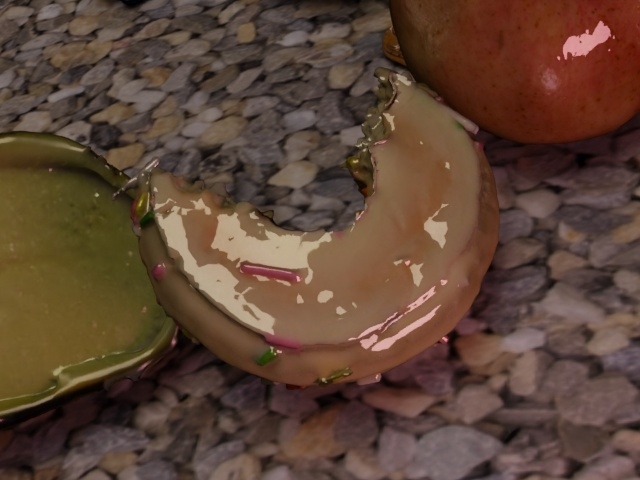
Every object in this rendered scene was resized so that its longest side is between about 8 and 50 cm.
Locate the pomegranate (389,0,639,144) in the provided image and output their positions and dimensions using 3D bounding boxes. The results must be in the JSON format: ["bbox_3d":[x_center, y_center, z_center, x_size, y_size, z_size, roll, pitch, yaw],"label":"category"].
[{"bbox_3d":[0.234,-0.277,1.188,0.338,0.338,0.338,-12,48,14],"label":"pomegranate"}]

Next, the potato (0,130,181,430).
[{"bbox_3d":[-0.296,0.045,1.249,0.280,0.213,0.330,-4,91,-8],"label":"potato"}]

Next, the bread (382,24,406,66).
[{"bbox_3d":[0.133,-0.266,1.425,0.110,0.024,0.110,-13,48,15],"label":"bread"}]

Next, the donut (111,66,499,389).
[{"bbox_3d":[0.010,0.003,1.118,0.371,0.150,0.307,-24,68,-14],"label":"donut"}]

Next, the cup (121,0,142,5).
[{"bbox_3d":[-0.307,-0.459,1.725,0.138,0.113,0.150,-24,45,7],"label":"cup"}]
